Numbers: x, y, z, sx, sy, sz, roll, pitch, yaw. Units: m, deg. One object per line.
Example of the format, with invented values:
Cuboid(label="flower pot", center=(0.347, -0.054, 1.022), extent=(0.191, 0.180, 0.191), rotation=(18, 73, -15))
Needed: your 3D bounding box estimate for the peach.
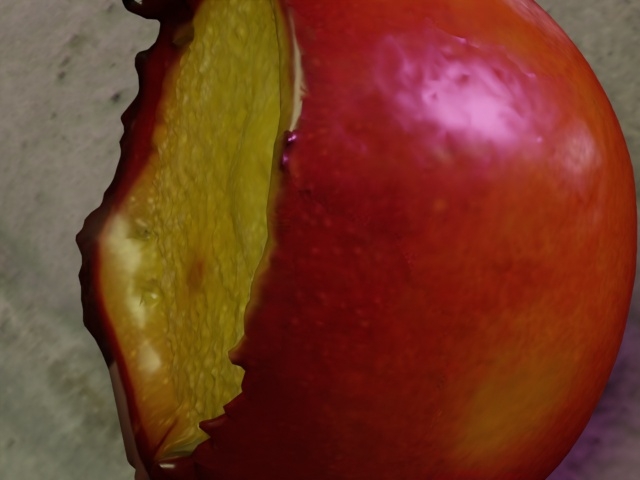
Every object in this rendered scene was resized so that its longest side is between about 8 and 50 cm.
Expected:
Cuboid(label="peach", center=(0.000, 0.000, 0.501), extent=(0.196, 0.226, 0.190), rotation=(5, 57, 30))
